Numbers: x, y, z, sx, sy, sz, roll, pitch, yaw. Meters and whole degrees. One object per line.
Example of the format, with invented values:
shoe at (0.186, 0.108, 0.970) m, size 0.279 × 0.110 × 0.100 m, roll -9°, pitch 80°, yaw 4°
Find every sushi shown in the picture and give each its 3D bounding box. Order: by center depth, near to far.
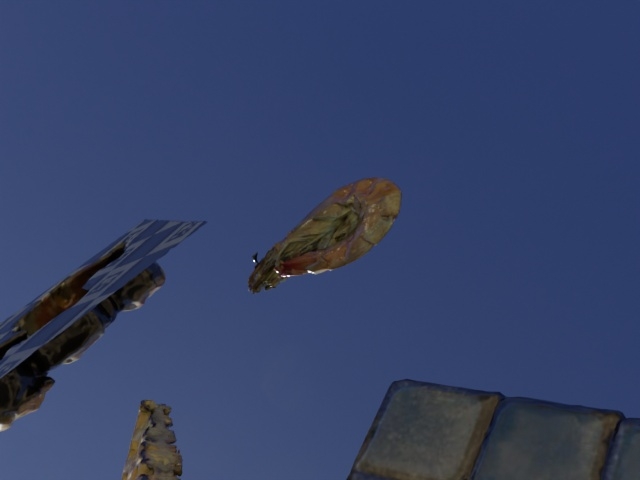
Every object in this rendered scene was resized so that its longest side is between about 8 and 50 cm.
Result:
sushi at (-0.232, 0.087, 0.760) m, size 0.294 × 0.292 × 0.059 m, roll -37°, pitch -76°, yaw -15°

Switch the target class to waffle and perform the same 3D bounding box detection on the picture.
waffle at (-0.091, 0.112, 0.466) m, size 0.023 × 0.152 × 0.097 m, roll 15°, pitch -123°, yaw -12°

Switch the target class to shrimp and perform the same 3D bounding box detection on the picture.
shrimp at (0.000, 0.000, 0.840) m, size 0.190 × 0.042 × 0.101 m, roll -32°, pitch -144°, yaw 19°

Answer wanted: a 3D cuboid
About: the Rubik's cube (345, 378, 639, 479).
Rubik's cube at (0.175, 0.334, 0.522) m, size 0.337 × 0.343 × 0.344 m, roll 4°, pitch -132°, yaw 33°
